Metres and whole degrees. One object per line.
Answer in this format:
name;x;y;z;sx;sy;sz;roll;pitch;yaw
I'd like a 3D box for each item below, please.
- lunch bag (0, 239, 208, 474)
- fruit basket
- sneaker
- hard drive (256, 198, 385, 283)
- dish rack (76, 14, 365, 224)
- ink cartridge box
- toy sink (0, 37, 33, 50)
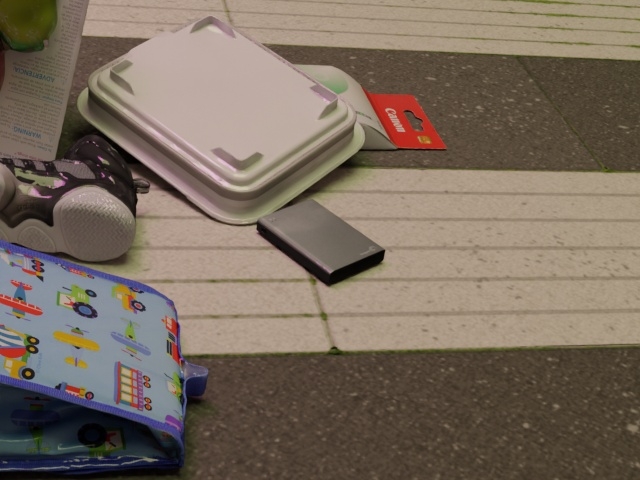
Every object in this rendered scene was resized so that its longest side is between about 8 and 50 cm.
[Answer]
lunch bag;-0.250;0.109;1.046;0.293;0.138;0.221;9;30;-17
fruit basket;-0.448;-0.285;1.383;0.327;0.353;0.165;16;17;6
sneaker;-0.337;-0.066;1.300;0.269;0.101;0.153;15;33;-1
hard drive;0.000;0.000;1.347;0.094;0.022;0.135;-22;44;-38
dish rack;-0.131;-0.185;1.476;0.333;0.072;0.285;36;52;22
ink cartridge box;0.061;-0.200;1.637;0.225;0.056;0.181;-2;35;-14
toy sink;-0.523;-0.277;1.537;0.234;0.131;0.152;3;33;-9
